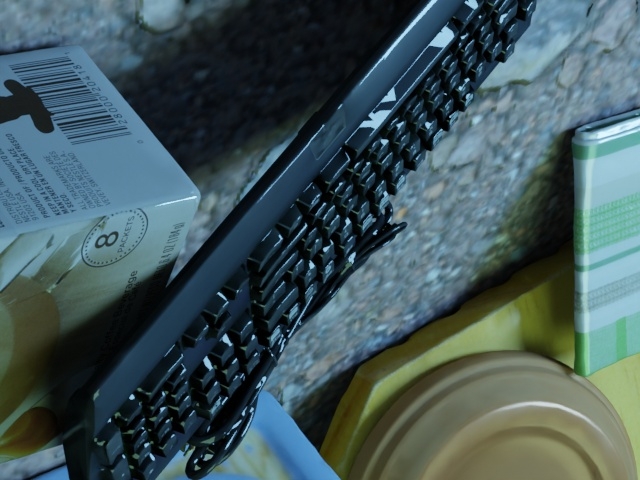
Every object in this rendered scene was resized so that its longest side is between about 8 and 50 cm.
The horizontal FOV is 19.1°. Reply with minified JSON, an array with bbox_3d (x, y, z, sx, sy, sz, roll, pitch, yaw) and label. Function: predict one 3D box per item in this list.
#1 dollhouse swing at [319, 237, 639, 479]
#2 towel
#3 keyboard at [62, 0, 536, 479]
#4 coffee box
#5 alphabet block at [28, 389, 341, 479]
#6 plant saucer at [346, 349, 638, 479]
[{"bbox_3d":[0.122,0.159,1.269,0.347,0.305,0.315,-30,-169,-18],"label":"dollhouse swing"},{"bbox_3d":[0.185,-0.006,1.095,0.113,0.023,0.152,-18,119,-29],"label":"towel"},{"bbox_3d":[0.000,0.000,0.830,0.317,0.033,0.201,-49,167,-22],"label":"keyboard"},{"bbox_3d":[-0.184,0.024,0.687,0.246,0.098,0.141,-14,142,-38],"label":"coffee box"},{"bbox_3d":[-0.069,0.230,1.009,0.192,0.193,0.197,-20,145,-30],"label":"alphabet block"},{"bbox_3d":[0.105,0.164,1.095,0.200,0.037,0.200,-6,102,-26],"label":"plant saucer"}]
